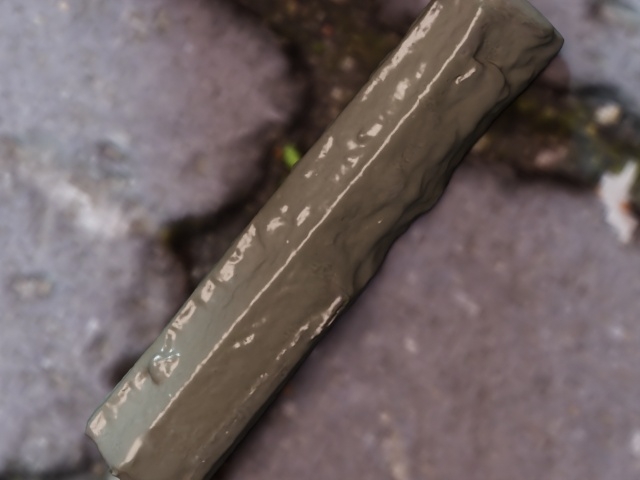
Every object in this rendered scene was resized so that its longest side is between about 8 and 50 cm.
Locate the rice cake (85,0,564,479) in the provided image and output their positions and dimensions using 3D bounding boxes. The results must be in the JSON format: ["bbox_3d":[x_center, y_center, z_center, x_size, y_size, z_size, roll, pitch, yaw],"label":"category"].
[{"bbox_3d":[0.000,0.000,0.798,0.057,0.052,0.256,38,94,-11],"label":"rice cake"}]
